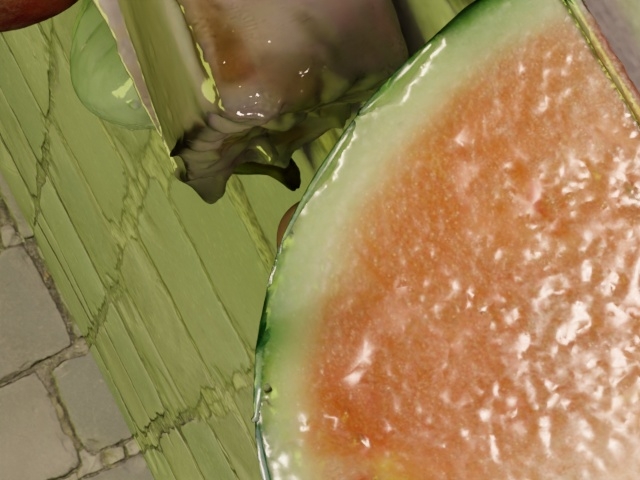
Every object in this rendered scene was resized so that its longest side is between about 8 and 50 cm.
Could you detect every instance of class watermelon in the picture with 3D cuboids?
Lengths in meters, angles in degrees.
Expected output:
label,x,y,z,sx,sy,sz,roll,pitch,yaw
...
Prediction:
label,x,y,z,sx,sy,sz,roll,pitch,yaw
watermelon,0.055,0.078,0.569,0.292,0.222,0.319,58,159,5

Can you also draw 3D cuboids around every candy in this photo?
label,x,y,z,sx,sy,sz,roll,pitch,yaw
candy,-0.055,-0.144,0.680,0.195,0.137,0.185,65,159,2

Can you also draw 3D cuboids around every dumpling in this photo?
label,x,y,z,sx,sy,sz,roll,pitch,yaw
dumpling,-0.148,-0.170,0.949,0.219,0.153,0.108,33,-175,37

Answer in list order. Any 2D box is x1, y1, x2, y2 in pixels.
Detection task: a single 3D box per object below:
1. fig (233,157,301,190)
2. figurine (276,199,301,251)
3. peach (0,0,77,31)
label,x,y,z,sx,sy,sz,roll,pitch,yaw
fig,-0.063,-0.099,0.823,0.154,0.109,0.103,43,155,-25
figurine,0.000,0.000,0.811,0.071,0.067,0.083,51,-168,-41
peach,-0.319,-0.307,0.989,0.252,0.252,0.252,50,154,34
